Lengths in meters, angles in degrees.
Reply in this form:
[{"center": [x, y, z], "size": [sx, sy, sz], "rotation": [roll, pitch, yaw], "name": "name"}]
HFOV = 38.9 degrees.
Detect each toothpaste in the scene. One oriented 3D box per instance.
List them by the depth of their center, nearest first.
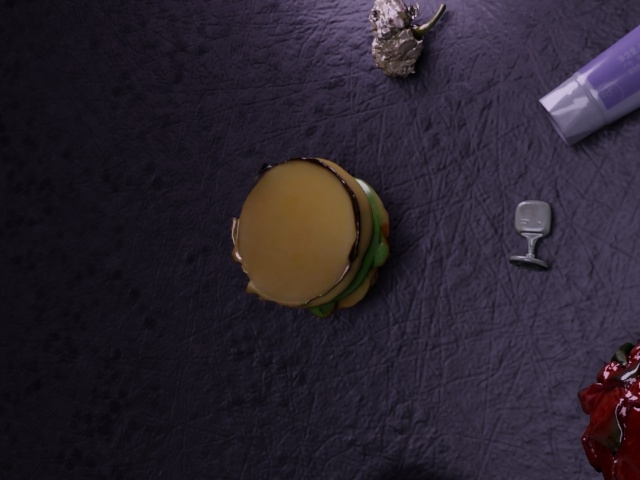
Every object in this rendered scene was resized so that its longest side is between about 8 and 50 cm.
[{"center": [0.459, -0.253, 1.154], "size": [0.371, 0.080, 0.125], "rotation": [-34, 77, 13], "name": "toothpaste"}]

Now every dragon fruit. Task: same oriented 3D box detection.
[{"center": [0.438, 0.240, 1.046], "size": [0.234, 0.234, 0.293], "rotation": [-49, 61, 14], "name": "dragon fruit"}]

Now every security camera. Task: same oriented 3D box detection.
[{"center": [0.290, -0.009, 1.232], "size": [0.058, 0.058, 0.092], "rotation": [8, 78, 25], "name": "security camera"}]

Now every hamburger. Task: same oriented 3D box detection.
[{"center": [0.000, 0.000, 1.306], "size": [0.237, 0.149, 0.237], "rotation": [-6, 79, 31], "name": "hamburger"}]

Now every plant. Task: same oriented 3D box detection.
[{"center": [0.127, -0.302, 1.320], "size": [0.122, 0.104, 0.116], "rotation": [-16, 119, -8], "name": "plant"}]
